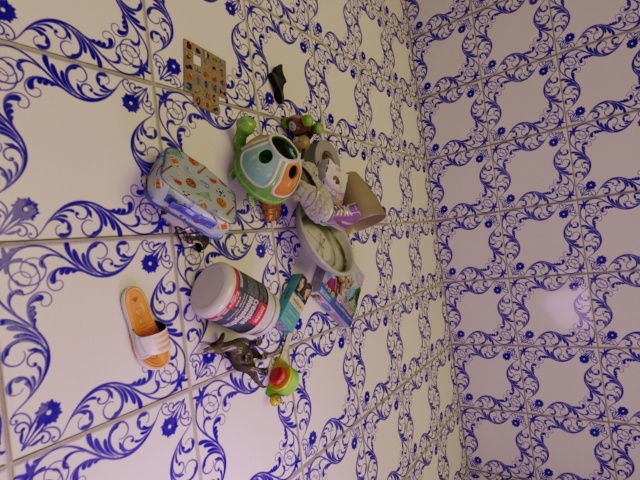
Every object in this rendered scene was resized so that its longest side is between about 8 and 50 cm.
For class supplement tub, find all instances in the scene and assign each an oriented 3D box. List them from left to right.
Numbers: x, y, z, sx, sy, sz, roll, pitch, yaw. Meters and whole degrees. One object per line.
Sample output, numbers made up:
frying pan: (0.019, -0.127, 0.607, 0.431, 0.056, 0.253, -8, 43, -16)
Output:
supplement tub: (-0.286, 0.208, 1.445, 0.272, 0.191, 0.191, 38, 53, -44)

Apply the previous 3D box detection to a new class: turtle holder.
turtle holder: (-0.200, -0.305, 1.609, 0.243, 0.227, 0.321, 7, 54, -36)

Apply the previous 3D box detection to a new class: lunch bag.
lunch bag: (-0.405, -0.143, 1.326, 0.303, 0.115, 0.243, 34, 28, -34)

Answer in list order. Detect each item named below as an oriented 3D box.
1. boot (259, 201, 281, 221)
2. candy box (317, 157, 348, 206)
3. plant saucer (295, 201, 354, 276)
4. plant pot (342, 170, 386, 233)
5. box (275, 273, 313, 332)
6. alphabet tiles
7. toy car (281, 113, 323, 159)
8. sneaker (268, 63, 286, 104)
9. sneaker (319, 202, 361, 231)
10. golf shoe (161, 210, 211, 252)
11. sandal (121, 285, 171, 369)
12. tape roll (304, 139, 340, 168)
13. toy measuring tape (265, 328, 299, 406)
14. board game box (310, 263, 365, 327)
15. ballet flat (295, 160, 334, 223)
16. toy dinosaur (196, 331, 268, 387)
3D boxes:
boot: (-0.183, -0.159, 1.781, 0.197, 0.072, 0.153, -14, 96, -48)
candy box: (0.045, -0.261, 1.999, 0.164, 0.070, 0.197, 33, 62, -43)
plant saucer: (0.000, 0.000, 1.917, 0.400, 0.100, 0.401, 42, 29, -31)
plant pot: (0.176, -0.206, 2.179, 0.256, 0.256, 0.274, 1, 67, -55)
box: (-0.118, 0.263, 1.788, 0.101, 0.060, 0.244, 56, 42, -32)
alphabet tiles: (-0.426, -0.598, 1.570, 0.198, 0.009, 0.238, 8, 77, -55)
toy car: (-0.098, -0.454, 1.903, 0.148, 0.154, 0.189, 24, 77, -51)
sneaker: (-0.181, -0.705, 1.905, 0.089, 0.051, 0.171, -33, 107, -48)
sneaker: (0.083, -0.136, 1.919, 0.282, 0.161, 0.102, 13, 51, -54)
golf shoe: (-0.439, -0.030, 1.376, 0.198, 0.077, 0.094, 35, 63, -39)
sandal: (-0.500, 0.259, 1.227, 0.102, 0.076, 0.266, -34, 111, -52)
tape roll: (0.011, -0.383, 2.097, 0.219, 0.072, 0.220, 18, 68, -53)
toy measuring tape: (-0.124, 0.498, 1.686, 0.121, 0.121, 0.330, 50, 46, -37)
board game box: (0.091, 0.214, 2.093, 0.319, 0.065, 0.318, 51, 45, -37)
ballet flat: (-0.060, -0.219, 1.813, 0.147, 0.146, 0.409, 48, 13, -39)
toy dinosaur: (-0.270, 0.408, 1.480, 0.314, 0.160, 0.121, 56, 43, -43)
